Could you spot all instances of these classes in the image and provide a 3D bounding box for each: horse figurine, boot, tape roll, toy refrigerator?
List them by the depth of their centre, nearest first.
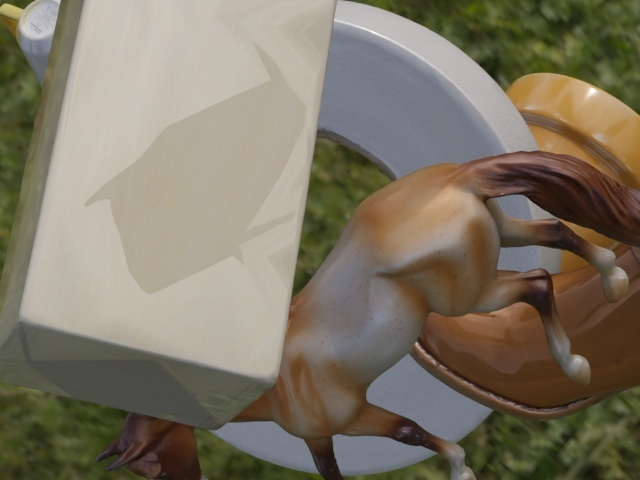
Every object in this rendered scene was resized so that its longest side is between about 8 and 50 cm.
[{"bbox_3d":[-0.058,-0.068,0.796,0.094,0.102,0.270,137,144,-64],"label":"toy refrigerator"},{"bbox_3d":[0.042,0.042,0.899,0.263,0.174,0.066,-44,34,14],"label":"horse figurine"},{"bbox_3d":[0.197,0.026,1.184,0.283,0.220,0.109,16,53,5],"label":"boot"},{"bbox_3d":[0.000,0.000,1.567,0.392,0.072,0.392,7,110,21],"label":"tape roll"}]

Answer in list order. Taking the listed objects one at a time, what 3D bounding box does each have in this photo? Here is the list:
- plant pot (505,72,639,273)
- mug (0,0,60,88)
[{"bbox_3d":[0.225,-0.031,1.940,0.205,0.205,0.188,19,62,37],"label":"plant pot"},{"bbox_3d":[-0.192,-0.140,1.370,0.078,0.064,0.062,-6,64,16],"label":"mug"}]
